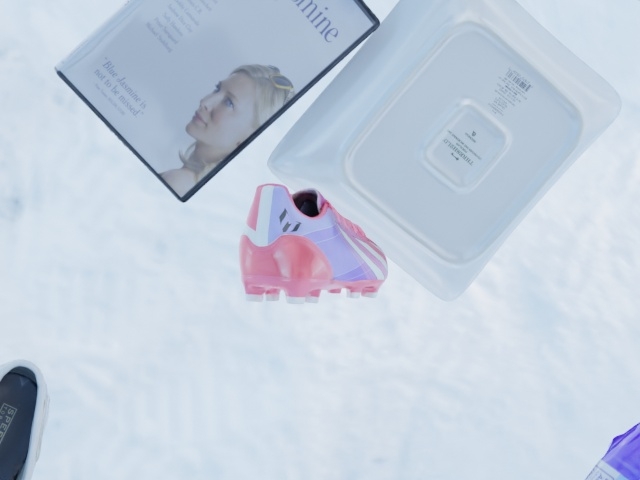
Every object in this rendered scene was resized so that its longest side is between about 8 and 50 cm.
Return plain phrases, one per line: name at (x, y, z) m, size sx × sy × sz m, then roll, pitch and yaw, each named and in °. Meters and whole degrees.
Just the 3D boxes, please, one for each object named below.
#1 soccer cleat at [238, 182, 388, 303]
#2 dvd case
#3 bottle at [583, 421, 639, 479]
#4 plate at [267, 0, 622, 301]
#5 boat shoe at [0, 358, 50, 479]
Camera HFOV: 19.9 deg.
soccer cleat at (0.000, 0.000, 1.481) m, size 0.083 × 0.248 × 0.095 m, roll 5°, pitch 94°, yaw 20°
dvd case at (-0.090, -0.177, 1.654) m, size 0.253 × 0.022 × 0.180 m, roll -42°, pitch 118°, yaw 1°
bottle at (0.104, 0.215, 0.798) m, size 0.118 × 0.092 × 0.283 m, roll 38°, pitch 89°, yaw 13°
plate at (0.133, -0.099, 1.770) m, size 0.278 × 0.277 × 0.045 m, roll -50°, pitch 31°, yaw 6°
boat shoe at (-0.289, 0.222, 1.498) m, size 0.096 × 0.088 × 0.268 m, roll 26°, pitch 68°, yaw -4°
